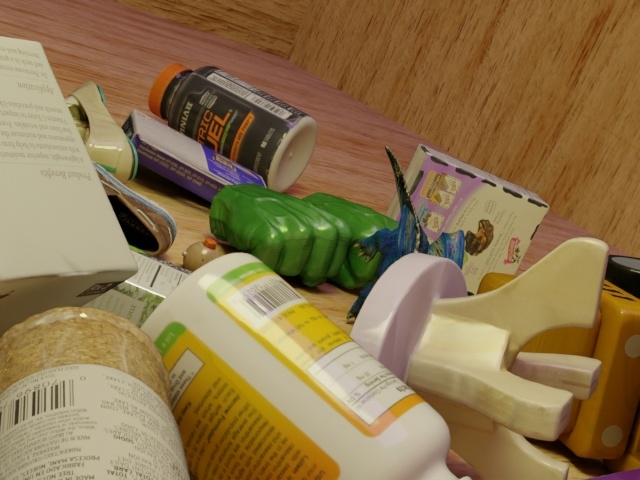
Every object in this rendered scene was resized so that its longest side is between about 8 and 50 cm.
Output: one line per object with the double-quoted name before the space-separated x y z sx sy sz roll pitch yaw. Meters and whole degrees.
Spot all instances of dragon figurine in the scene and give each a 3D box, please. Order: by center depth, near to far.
"dragon figurine" 0.100 0.020 1.388 0.085 0.289 0.144 23 -26 -19

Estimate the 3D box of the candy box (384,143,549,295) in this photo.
"candy box" 0.196 -0.021 1.815 0.196 0.165 0.070 22 14 -13

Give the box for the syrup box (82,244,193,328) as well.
"syrup box" -0.112 0.079 0.981 0.237 0.093 0.096 23 12 -7

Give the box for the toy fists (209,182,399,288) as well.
"toy fists" 0.000 0.000 1.532 0.142 0.096 0.279 22 9 38

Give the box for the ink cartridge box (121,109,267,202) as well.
"ink cartridge box" -0.158 -0.089 1.660 0.206 0.045 0.208 28 8 -16

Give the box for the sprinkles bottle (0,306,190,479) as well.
"sprinkles bottle" -0.114 0.147 0.623 0.121 0.121 0.355 20 13 -18

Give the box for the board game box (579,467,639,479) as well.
"board game box" 0.321 0.276 0.831 0.208 0.056 0.347 -9 39 -27

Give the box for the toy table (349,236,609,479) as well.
"toy table" 0.133 0.112 1.045 0.161 0.252 0.274 11 18 19

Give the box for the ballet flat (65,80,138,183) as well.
"ballet flat" -0.294 -0.139 1.599 0.086 0.086 0.248 18 15 -29

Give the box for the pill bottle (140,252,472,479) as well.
"pill bottle" -0.004 0.132 0.832 0.245 0.136 0.136 40 17 18

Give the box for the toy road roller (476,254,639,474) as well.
"toy road roller" 0.286 0.135 1.291 0.240 0.202 0.329 7 12 -18

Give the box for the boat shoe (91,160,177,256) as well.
"boat shoe" -0.232 -0.039 1.307 0.183 0.066 0.066 23 14 -7

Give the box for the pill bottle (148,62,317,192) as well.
"pill bottle" -0.137 -0.177 1.915 0.245 0.130 0.130 29 13 20

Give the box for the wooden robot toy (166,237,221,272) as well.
"wooden robot toy" -0.106 0.040 1.189 0.173 0.079 0.076 19 13 -22

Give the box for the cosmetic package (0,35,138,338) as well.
"cosmetic package" -0.248 -0.025 0.849 0.151 0.151 0.184 -3 66 -64
